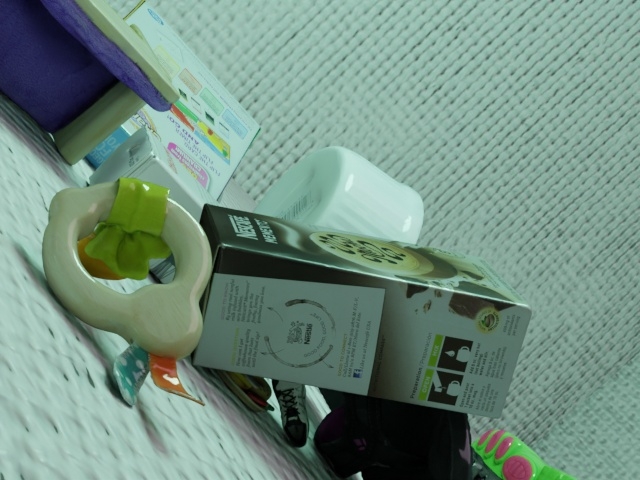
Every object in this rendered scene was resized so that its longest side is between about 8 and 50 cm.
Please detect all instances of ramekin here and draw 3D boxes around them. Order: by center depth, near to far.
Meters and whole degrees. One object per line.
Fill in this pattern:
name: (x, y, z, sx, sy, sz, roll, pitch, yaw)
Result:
ramekin: (0.000, 0.000, 1.850, 0.135, 0.277, 0.277, 38, 6, -22)

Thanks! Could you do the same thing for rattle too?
rattle: (-0.146, 0.064, 0.986, 0.130, 0.143, 0.200, -1, 57, -43)

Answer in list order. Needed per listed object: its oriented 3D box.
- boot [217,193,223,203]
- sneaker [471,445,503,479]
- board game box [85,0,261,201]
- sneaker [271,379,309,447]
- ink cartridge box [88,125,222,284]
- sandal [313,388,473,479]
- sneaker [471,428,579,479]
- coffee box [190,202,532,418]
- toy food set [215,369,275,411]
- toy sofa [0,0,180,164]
boot: (-0.249, -0.136, 1.866, 0.258, 0.095, 0.123, 50, -12, -34)
sneaker: (0.237, 0.384, 1.927, 0.147, 0.104, 0.296, 45, -3, -23)
board game box: (-0.208, -0.159, 1.694, 0.242, 0.064, 0.316, 48, 24, -12)
sneaker: (-0.026, 0.161, 1.281, 0.037, 0.032, 0.083, -100, 174, -69)
ink cartridge box: (-0.141, -0.004, 1.410, 0.218, 0.092, 0.158, 49, 2, -19)
sandal: (0.039, 0.176, 1.423, 0.107, 0.168, 0.446, 10, 17, -21)
sneaker: (0.364, 0.453, 2.047, 0.202, 0.185, 0.483, 43, 5, -22)
coffee box: (0.026, 0.064, 1.264, 0.297, 0.119, 0.168, 11, 13, -13)
toy food set: (-0.074, 0.132, 1.269, 0.083, 0.020, 0.082, 48, 3, -19)
toy sofa: (-0.312, -0.232, 1.329, 0.362, 0.150, 0.177, 46, 7, -44)
